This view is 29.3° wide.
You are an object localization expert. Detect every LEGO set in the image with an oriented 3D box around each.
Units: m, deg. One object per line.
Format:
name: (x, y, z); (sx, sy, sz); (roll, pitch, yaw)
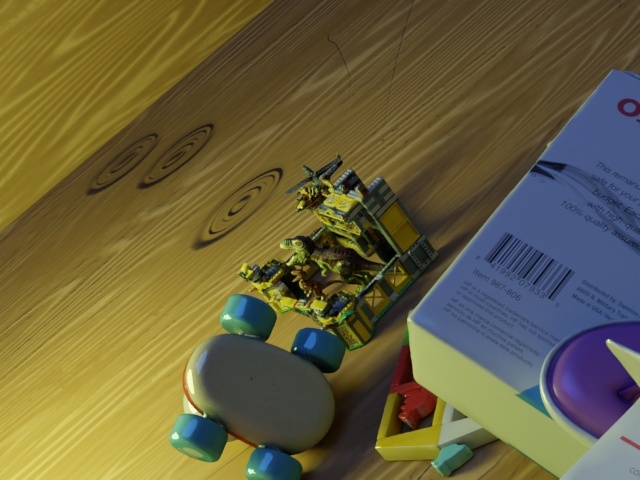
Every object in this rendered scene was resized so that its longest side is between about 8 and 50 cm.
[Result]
LEGO set: (0.000, 0.000, 1.847); (0.255, 0.192, 0.331); (-41, 28, -7)

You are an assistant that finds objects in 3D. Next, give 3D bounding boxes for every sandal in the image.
sandal: (0.403, 0.148, 1.076); (0.416, 0.102, 0.169); (16, 55, 19)

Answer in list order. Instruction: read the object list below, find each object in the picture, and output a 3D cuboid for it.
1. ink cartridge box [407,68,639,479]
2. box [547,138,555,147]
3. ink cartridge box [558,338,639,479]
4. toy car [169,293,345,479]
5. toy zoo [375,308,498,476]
ink cartridge box: (0.324, 0.049, 1.306); (0.285, 0.166, 0.395); (33, 69, 22)
box: (0.391, -0.059, 1.590); (0.113, 0.094, 0.275); (-31, 29, 11)
ink cartridge box: (0.317, 0.254, 0.937); (0.119, 0.353, 0.207); (-43, 28, -10)
toy car: (-0.106, 0.228, 1.698); (0.219, 0.210, 0.238); (-69, 11, -24)
toy zoo: (0.174, 0.177, 1.558); (0.192, 0.030, 0.293); (-19, 33, 32)
